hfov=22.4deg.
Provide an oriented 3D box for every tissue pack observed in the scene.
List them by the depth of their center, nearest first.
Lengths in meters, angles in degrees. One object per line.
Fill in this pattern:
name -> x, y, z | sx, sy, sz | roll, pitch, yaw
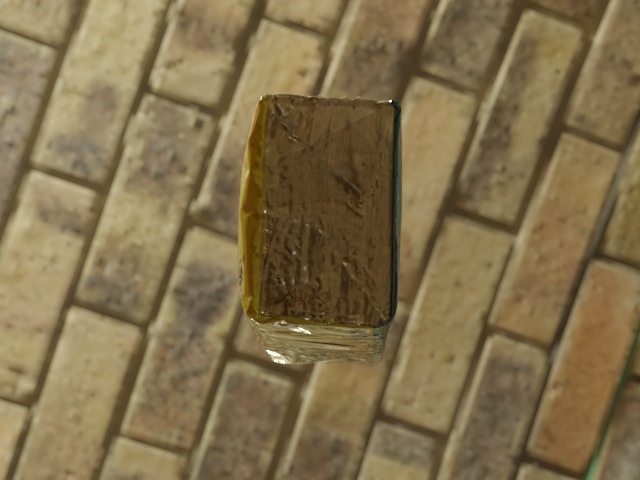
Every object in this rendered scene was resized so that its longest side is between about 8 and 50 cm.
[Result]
tissue pack -> 0.000, 0.000, 0.854 | 0.169, 0.082, 0.120 | 88, -176, -80
